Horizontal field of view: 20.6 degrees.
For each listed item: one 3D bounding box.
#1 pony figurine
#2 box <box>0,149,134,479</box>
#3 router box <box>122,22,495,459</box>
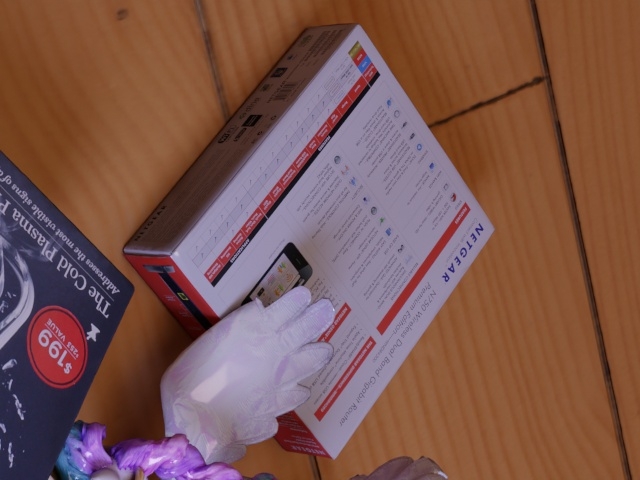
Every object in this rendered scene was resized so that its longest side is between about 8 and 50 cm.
[{"bbox_3d":[-0.084,0.256,1.600,0.351,0.303,0.363,-26,133,-14],"label":"pony figurine"},{"bbox_3d":[-0.357,0.065,1.371,0.343,0.179,0.312,48,46,-32],"label":"box"},{"bbox_3d":[0.000,0.000,1.800,0.335,0.082,0.301,-52,123,-27],"label":"router box"}]
